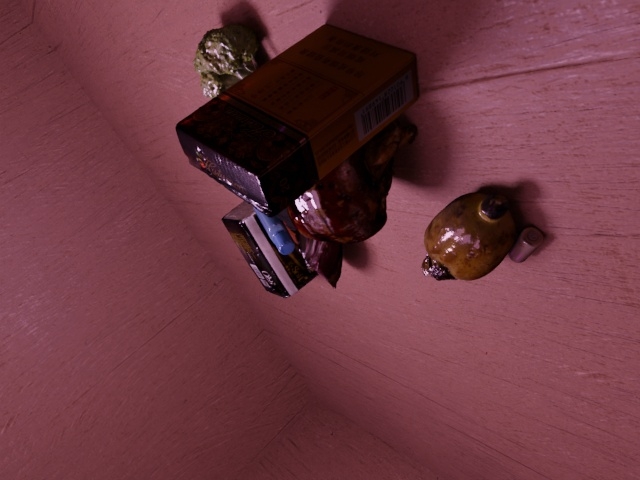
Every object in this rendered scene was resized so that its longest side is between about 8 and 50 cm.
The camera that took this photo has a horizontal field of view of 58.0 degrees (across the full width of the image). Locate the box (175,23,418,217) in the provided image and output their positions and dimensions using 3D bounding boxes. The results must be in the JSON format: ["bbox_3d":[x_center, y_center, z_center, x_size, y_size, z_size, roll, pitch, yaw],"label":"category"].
[{"bbox_3d":[-0.043,-0.250,1.129,0.264,0.415,0.116,33,155,33],"label":"box"}]

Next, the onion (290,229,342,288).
[{"bbox_3d":[0.000,0.000,1.889,0.314,0.146,0.280,54,-175,29],"label":"onion"}]

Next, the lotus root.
[{"bbox_3d":[0.322,-0.009,1.236,0.169,0.141,0.314,42,149,7],"label":"lotus root"}]

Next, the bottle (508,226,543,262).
[{"bbox_3d":[0.425,0.012,1.203,0.045,0.045,0.096,42,159,16],"label":"bottle"}]

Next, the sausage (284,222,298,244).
[{"bbox_3d":[-0.087,-0.057,2.036,0.077,0.077,0.194,24,150,47],"label":"sausage"}]

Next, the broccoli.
[{"bbox_3d":[-0.230,-0.413,1.530,0.254,0.186,0.302,12,135,46],"label":"broccoli"}]

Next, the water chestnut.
[{"bbox_3d":[0.061,-0.166,1.306,0.335,0.347,0.335,-17,-90,-74],"label":"water chestnut"}]

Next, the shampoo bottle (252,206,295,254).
[{"bbox_3d":[-0.148,-0.050,1.816,0.258,0.061,0.104,56,175,45],"label":"shampoo bottle"}]

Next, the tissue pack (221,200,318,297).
[{"bbox_3d":[-0.185,0.025,2.168,0.210,0.198,0.370,7,132,52],"label":"tissue pack"}]

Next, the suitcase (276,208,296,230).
[{"bbox_3d":[-0.134,-0.191,1.623,0.434,0.194,0.283,38,170,-33],"label":"suitcase"}]
